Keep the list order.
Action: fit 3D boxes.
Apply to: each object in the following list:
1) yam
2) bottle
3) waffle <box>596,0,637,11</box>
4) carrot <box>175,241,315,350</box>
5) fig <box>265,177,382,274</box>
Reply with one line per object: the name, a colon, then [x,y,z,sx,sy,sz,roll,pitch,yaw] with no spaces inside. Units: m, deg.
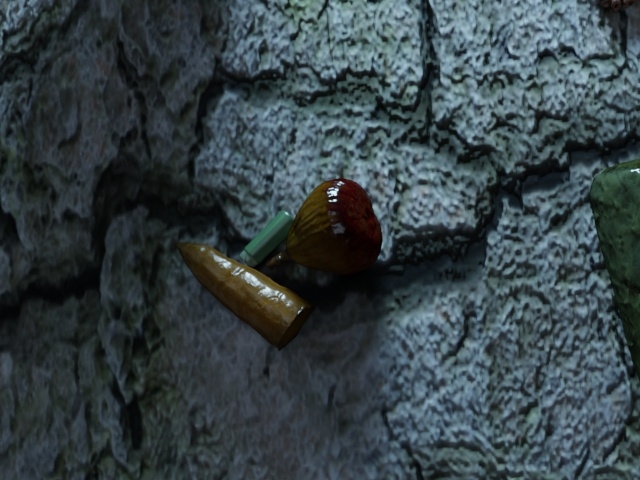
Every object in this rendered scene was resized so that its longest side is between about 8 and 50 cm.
yam: [0.428,0.040,1.765,0.195,0.195,0.300,-13,75,6]
bottle: [-0.066,-0.001,1.938,0.083,0.030,0.030,-45,75,-2]
waffle: [0.381,-0.334,1.943,0.083,0.029,0.075,-24,74,0]
carrot: [-0.104,0.055,1.920,0.205,0.072,0.072,35,85,21]
fig: [0.014,0.001,1.904,0.119,0.119,0.153,49,132,15]
